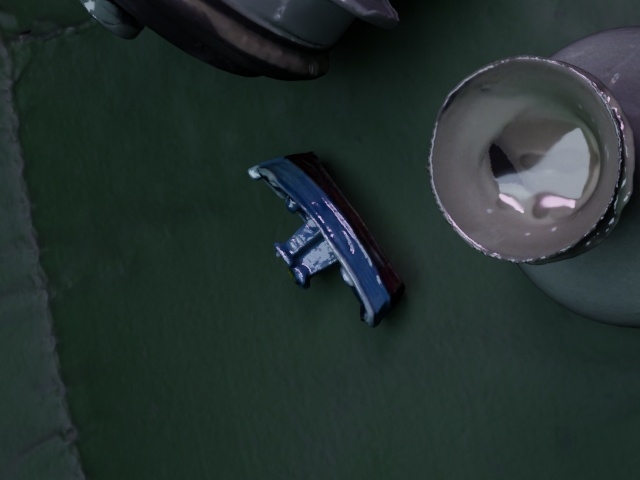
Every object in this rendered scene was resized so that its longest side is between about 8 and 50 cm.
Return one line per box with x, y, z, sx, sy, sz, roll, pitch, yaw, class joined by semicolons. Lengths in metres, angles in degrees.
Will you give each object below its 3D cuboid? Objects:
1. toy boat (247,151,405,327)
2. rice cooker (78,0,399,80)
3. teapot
0.000;0.000;1.254;0.061;0.060;0.137;-33;77;0;toy boat
-0.045;-0.247;1.170;0.316;0.264;0.317;0;89;23;rice cooker
0.158;-0.039;1.070;0.183;0.251;0.184;-1;88;25;teapot
